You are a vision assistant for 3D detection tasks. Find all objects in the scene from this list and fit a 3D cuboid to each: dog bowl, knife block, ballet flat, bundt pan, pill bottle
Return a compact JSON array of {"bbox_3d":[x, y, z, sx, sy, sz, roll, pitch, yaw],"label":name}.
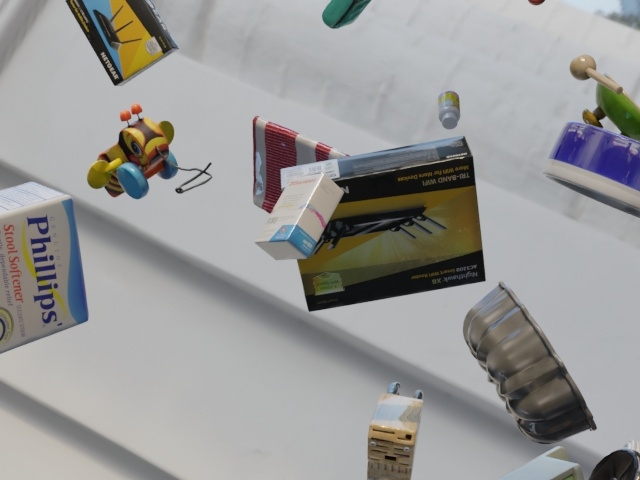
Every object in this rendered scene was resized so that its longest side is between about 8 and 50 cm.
[{"bbox_3d":[0.532,-0.113,1.782,0.104,0.264,0.265,-67,-15,5],"label":"dog bowl"},{"bbox_3d":[0.153,0.345,1.989,0.276,0.088,0.242,87,-167,-53],"label":"knife block"},{"bbox_3d":[0.098,-0.588,2.361,0.087,0.083,0.247,-24,-13,-46],"label":"ballet flat"},{"bbox_3d":[0.381,0.248,1.921,0.124,0.331,0.331,-32,-17,2],"label":"bundt pan"},{"bbox_3d":[0.251,-0.253,1.975,0.083,0.043,0.043,-85,4,-46],"label":"pill bottle"},{"bbox_3d":[0.534,0.433,1.591,0.123,0.219,0.123,-50,13,16],"label":"pill bottle"}]

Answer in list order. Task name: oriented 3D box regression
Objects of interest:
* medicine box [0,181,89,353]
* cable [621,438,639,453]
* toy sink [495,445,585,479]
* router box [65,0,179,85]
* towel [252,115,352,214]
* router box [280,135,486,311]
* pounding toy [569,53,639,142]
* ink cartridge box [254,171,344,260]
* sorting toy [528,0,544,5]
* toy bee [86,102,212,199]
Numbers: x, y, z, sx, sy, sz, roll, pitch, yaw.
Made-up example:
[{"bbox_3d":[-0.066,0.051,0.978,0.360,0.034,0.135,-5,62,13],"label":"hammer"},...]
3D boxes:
[{"bbox_3d":[-0.605,0.059,1.888,0.289,0.149,0.264,-21,-63,-39],"label":"medicine box"},{"bbox_3d":[0.566,0.497,1.893,0.257,0.089,0.257,-60,-14,-26],"label":"cable"},{"bbox_3d":[0.513,0.575,2.242,0.234,0.131,0.153,-19,-83,-29],"label":"toy sink"},{"bbox_3d":[-0.359,-0.390,1.833,0.133,0.179,0.046,-30,3,14],"label":"router box"},{"bbox_3d":[-0.013,-0.109,2.143,0.037,0.329,0.237,-42,-32,-40],"label":"towel"},{"bbox_3d":[0.106,-0.024,1.667,0.081,0.308,0.243,-96,-6,-58],"label":"router box"},{"bbox_3d":[0.579,-0.250,2.038,0.110,0.183,0.237,-43,-52,16],"label":"pounding toy"},{"bbox_3d":[-0.031,-0.035,1.495,0.052,0.088,0.122,39,-114,-28],"label":"ink cartridge box"},{"bbox_3d":[0.503,-0.579,2.284,0.042,0.061,0.102,-6,-46,-58],"label":"sorting toy"},{"bbox_3d":[-0.321,-0.170,1.837,0.162,0.298,0.195,65,-147,-18],"label":"toy bee"}]
